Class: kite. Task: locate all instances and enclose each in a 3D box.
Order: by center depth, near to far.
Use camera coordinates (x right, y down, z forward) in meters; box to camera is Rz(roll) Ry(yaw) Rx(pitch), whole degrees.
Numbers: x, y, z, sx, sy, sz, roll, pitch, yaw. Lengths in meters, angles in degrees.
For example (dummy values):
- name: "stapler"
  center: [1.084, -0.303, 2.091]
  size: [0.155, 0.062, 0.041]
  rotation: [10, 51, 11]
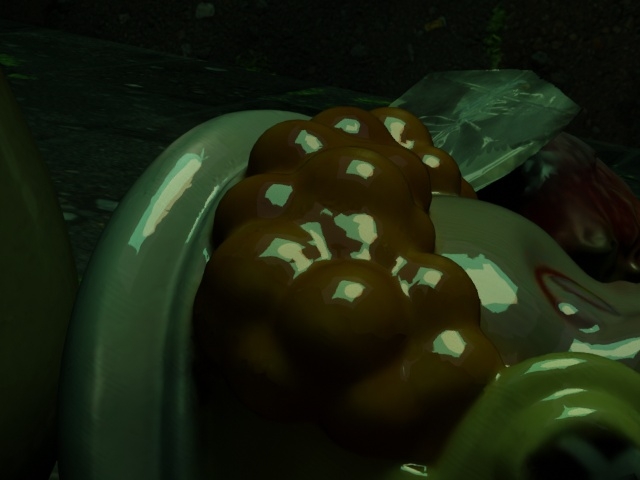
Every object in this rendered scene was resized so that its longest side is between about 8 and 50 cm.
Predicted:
- name: "kite"
  center: [-0.001, -0.002, 0.803]
  size: [0.310, 0.015, 0.169]
  rotation: [-41, 26, -16]

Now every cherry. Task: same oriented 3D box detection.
- name: "cherry"
  center: [0.082, 0.020, 0.894]
  size: [0.192, 0.175, 0.250]
  rotation: [-41, 21, -26]

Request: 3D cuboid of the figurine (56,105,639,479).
- name: "figurine"
  center: [0.081, 0.113, 0.467]
  size: [0.382, 0.205, 0.224]
  rotation: [34, 7, 25]

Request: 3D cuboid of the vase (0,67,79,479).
- name: "vase"
  center: [-0.201, -0.012, 0.492]
  size: [0.241, 0.302, 0.329]
  rotation: [11, 13, 3]
